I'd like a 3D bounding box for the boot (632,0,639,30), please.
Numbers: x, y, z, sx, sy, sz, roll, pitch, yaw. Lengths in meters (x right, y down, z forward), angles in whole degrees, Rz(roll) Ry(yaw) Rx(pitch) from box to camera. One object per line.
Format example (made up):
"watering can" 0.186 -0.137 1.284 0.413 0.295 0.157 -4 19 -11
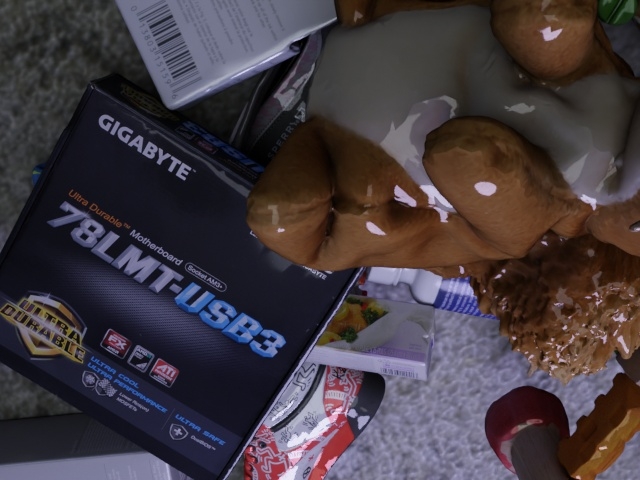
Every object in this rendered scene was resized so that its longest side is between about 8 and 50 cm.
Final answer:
"boot" 0.383 -0.282 0.944 0.269 0.089 0.236 -42 113 17

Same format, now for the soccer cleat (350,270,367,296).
"soccer cleat" 0.000 0.000 1.066 0.076 0.068 0.196 -3 137 9

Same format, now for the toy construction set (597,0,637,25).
"toy construction set" 0.204 -0.296 0.858 0.257 0.237 0.309 -2 107 3

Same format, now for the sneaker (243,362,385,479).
"sneaker" -0.059 0.220 1.173 0.145 0.090 0.270 31 106 -9

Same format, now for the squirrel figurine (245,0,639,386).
"squirrel figurine" 0.190 -0.052 0.825 0.370 0.397 0.281 10 71 20

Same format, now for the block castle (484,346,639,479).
"block castle" 0.402 0.106 1.030 0.303 0.213 0.453 29 107 -15

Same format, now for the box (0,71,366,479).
"box" -0.145 0.044 1.011 0.295 0.073 0.293 33 112 -2

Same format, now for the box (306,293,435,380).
"box" -0.046 0.080 1.086 0.324 0.067 0.063 8 68 10

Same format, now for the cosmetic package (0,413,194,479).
"cosmetic package" -0.266 0.266 1.192 0.238 0.107 0.127 -3 112 6

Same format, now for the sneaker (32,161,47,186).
"sneaker" -0.181 -0.040 1.069 0.240 0.091 0.126 -3 111 4

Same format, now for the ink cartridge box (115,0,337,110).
"ink cartridge box" -0.084 -0.287 0.942 0.239 0.060 0.275 -25 92 11

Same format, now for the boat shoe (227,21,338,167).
"boat shoe" 0.011 -0.163 1.009 0.112 0.095 0.335 30 110 -10

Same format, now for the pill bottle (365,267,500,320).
"pill bottle" 0.144 0.017 1.069 0.186 0.112 0.112 10 112 -3
